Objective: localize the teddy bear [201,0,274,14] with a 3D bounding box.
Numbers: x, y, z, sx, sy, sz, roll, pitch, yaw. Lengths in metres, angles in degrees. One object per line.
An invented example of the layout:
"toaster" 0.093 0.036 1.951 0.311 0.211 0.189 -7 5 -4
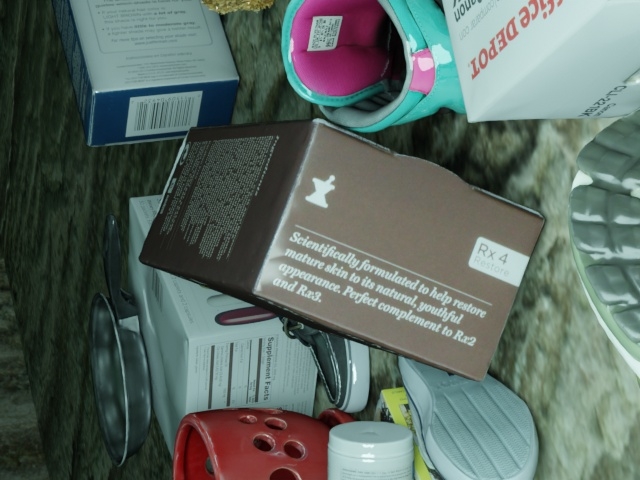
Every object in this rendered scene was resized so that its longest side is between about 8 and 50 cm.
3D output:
"teddy bear" -0.046 -0.381 1.535 0.245 0.113 0.338 145 125 -61

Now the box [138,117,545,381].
"box" 0.000 0.000 1.300 0.143 0.191 0.381 -69 17 -5

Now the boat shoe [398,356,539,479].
"boat shoe" 0.117 0.149 1.256 0.226 0.083 0.075 -107 8 -64

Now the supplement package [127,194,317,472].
"supplement package" -0.112 0.097 1.778 0.262 0.145 0.204 -120 29 -49

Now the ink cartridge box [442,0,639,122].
"ink cartridge box" 0.146 -0.227 0.969 0.197 0.114 0.272 137 124 -66

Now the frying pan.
"frying pan" -0.228 0.094 1.815 0.197 0.053 0.326 -135 43 -62

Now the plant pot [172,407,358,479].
"plant pot" -0.038 0.249 1.566 0.191 0.174 0.191 173 90 -72

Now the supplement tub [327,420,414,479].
"supplement tub" 0.040 0.204 1.304 0.071 0.071 0.107 -153 62 -68

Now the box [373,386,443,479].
"box" 0.103 0.230 1.328 0.232 0.058 0.087 -115 27 -43

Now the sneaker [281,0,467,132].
"sneaker" 0.051 -0.155 1.170 0.295 0.178 0.123 -138 45 -63

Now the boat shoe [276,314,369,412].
"boat shoe" -0.010 0.059 1.577 0.080 0.076 0.228 133 129 -66

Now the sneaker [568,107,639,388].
"sneaker" 0.255 0.128 0.809 0.182 0.158 0.410 50 -159 -65

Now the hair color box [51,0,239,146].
"hair color box" -0.225 -0.282 1.948 0.105 0.174 0.347 108 150 -53
